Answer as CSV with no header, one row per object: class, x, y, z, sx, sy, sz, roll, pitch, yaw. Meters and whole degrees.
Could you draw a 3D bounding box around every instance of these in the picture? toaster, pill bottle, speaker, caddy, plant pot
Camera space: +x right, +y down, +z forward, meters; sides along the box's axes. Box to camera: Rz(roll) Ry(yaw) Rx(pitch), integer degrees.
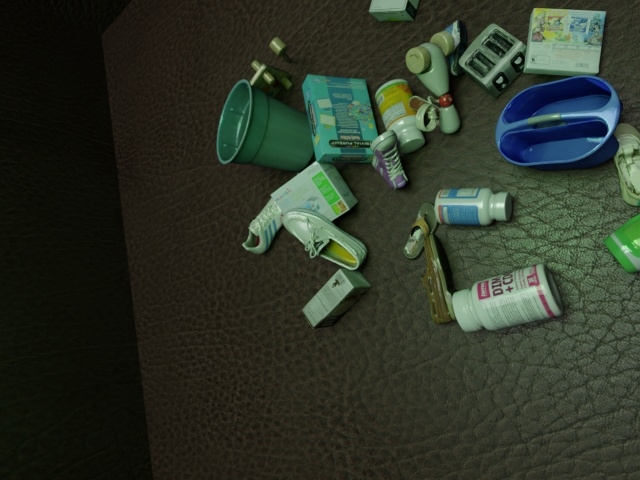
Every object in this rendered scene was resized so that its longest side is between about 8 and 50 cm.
toaster,0.574,-0.600,1.475,0.168,0.110,0.186,-47,60,22
pill bottle,0.502,-0.110,1.461,0.221,0.124,0.124,4,87,37
speaker,0.912,-0.036,1.151,0.296,0.131,0.131,-38,64,27
pill bottle,0.300,-0.454,1.642,0.136,0.136,0.246,-26,70,31
caddy,0.682,-0.331,1.282,0.341,0.179,0.241,4,87,52
plant pot,-0.215,-0.445,1.860,0.341,0.334,0.341,-24,60,52
pill bottle,0.564,0.185,1.357,0.283,0.160,0.160,-24,71,32

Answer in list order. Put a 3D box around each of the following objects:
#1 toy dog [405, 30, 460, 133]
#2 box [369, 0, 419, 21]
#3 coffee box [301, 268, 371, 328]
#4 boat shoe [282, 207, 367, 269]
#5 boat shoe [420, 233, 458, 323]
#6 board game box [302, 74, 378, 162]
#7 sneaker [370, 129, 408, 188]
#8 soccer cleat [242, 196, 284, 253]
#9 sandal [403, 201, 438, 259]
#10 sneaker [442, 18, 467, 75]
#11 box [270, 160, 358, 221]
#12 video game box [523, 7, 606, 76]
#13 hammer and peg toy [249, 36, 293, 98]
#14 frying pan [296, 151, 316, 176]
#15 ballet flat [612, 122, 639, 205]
toy dog,0.374,-0.537,1.539,0.161,0.220,0.334,23,119,59
box,0.313,-1.014,1.729,0.169,0.087,0.290,17,94,36
coffee box,0.061,0.227,1.737,0.246,0.141,0.098,-49,61,23
boat shoe,-0.002,0.007,1.706,0.367,0.156,0.136,32,121,4
boat shoe,0.391,0.133,1.522,0.104,0.110,0.307,-21,72,32
board game box,0.082,-0.471,1.733,0.079,0.253,0.336,142,121,-63
sneaker,0.262,-0.276,1.582,0.102,0.282,0.161,-32,74,2
soccer cleat,-0.238,-0.085,1.990,0.116,0.143,0.331,34,104,34
sandal,0.354,-0.033,1.600,0.090,0.060,0.219,35,105,34
sneaker,0.475,-0.675,1.582,0.081,0.080,0.211,-11,66,43
box,-0.024,-0.174,1.804,0.262,0.127,0.231,-31,97,30
video game box,0.735,-0.597,1.344,0.205,0.048,0.187,8,91,9
hammer and peg toy,-0.230,-0.711,2.005,0.127,0.266,0.361,46,112,7
frying pan,-0.047,-0.316,1.934,0.197,0.053,0.326,-33,65,29
ballet flat,0.864,-0.219,1.235,0.086,0.086,0.248,-15,75,34
